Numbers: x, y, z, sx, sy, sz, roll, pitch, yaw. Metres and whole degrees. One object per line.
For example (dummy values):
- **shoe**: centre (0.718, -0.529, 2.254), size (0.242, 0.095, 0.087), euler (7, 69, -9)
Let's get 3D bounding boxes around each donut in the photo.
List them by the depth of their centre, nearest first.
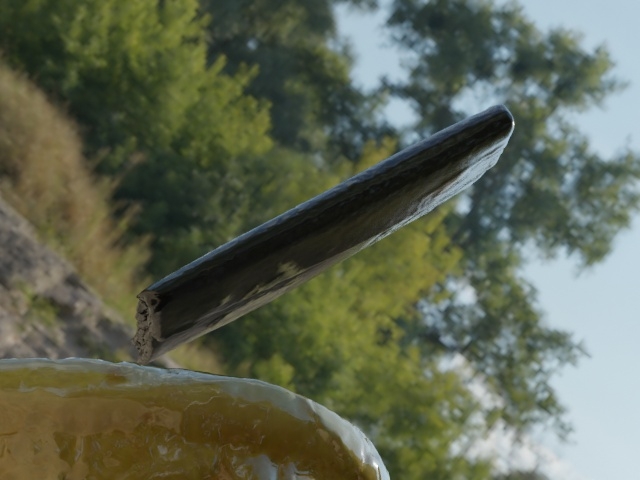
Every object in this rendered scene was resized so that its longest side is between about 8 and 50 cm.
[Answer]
- **donut**: centre (-0.113, 0.177, 0.642), size (0.329, 0.160, 0.330), euler (2, -27, 1)

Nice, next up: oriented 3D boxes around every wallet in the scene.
- **wallet**: centre (0.000, 0.000, 1.003), size (0.044, 0.321, 0.170), euler (58, -19, 8)
